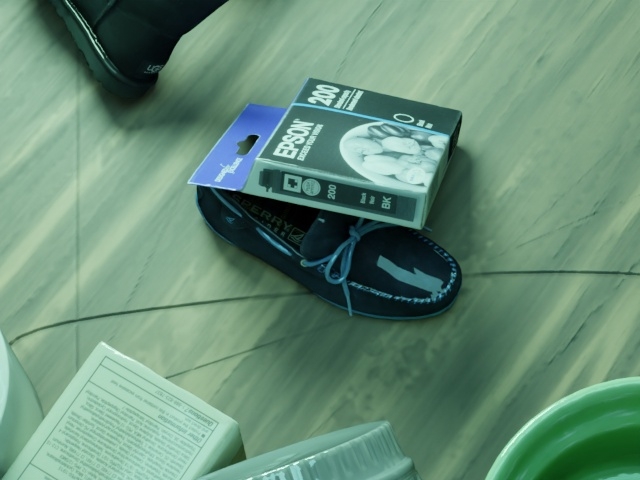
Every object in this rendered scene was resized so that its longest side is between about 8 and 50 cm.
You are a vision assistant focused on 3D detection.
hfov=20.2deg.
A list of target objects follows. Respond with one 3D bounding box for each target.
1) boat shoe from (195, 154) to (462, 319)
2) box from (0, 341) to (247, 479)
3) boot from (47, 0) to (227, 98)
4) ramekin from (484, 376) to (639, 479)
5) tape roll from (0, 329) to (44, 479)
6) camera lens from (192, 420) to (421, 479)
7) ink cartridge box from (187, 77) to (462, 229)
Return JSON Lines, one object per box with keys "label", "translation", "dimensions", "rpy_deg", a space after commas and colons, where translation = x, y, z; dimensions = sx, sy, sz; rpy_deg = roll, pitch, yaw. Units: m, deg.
{"label": "boat shoe", "translation": [0.000, 0.000, 1.594], "dimensions": [0.258, 0.089, 0.109], "rpy_deg": [17, 68, 11]}
{"label": "box", "translation": [-0.204, 0.258, 1.470], "dimensions": [0.148, 0.121, 0.311], "rpy_deg": [31, 71, 15]}
{"label": "boot", "translation": [-0.173, -0.284, 1.670], "dimensions": [0.207, 0.094, 0.246], "rpy_deg": [-43, 69, 32]}
{"label": "ramekin", "translation": [0.266, 0.274, 1.424], "dimensions": [0.303, 0.148, 0.303], "rpy_deg": [-1, 66, 2]}
{"label": "tape roll", "translation": [-0.364, 0.153, 1.500], "dimensions": [0.246, 0.169, 0.246], "rpy_deg": [-1, 65, 3]}
{"label": "camera lens", "translation": [0.003, 0.296, 1.350], "dimensions": [0.219, 0.219, 0.274], "rpy_deg": [-18, 88, -5]}
{"label": "ink cartridge box", "translation": [0.009, -0.085, 1.593], "dimensions": [0.208, 0.045, 0.206], "rpy_deg": [11, 26, 8]}
